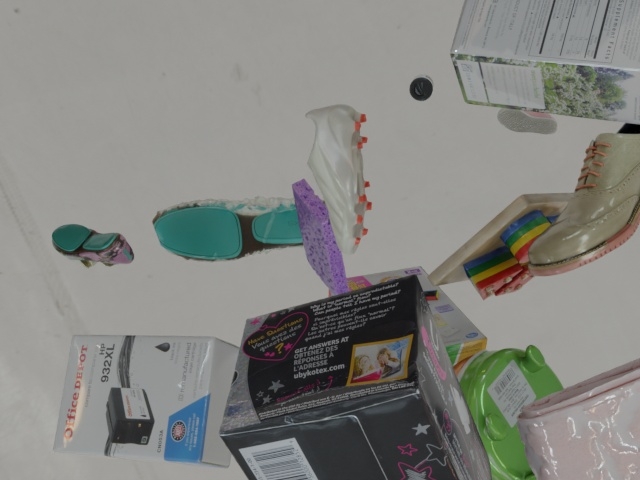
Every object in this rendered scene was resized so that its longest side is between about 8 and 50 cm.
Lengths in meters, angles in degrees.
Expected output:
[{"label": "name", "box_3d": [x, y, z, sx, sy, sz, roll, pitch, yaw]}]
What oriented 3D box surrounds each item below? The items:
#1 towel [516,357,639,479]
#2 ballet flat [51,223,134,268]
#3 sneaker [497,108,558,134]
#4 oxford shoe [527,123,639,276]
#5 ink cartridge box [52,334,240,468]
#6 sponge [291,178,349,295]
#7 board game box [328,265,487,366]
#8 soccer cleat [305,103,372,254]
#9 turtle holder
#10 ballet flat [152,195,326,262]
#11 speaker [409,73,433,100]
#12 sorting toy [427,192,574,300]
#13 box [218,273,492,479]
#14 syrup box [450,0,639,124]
[{"label": "towel", "box_3d": [0.373, 0.251, 0.713, 0.317, 0.053, 0.332, -21, 92, -3]}, {"label": "ballet flat", "box_3d": [-0.439, 0.019, 1.542, 0.077, 0.221, 0.079, -54, 131, -31]}, {"label": "sneaker", "box_3d": [0.462, -0.273, 1.792, 0.134, 0.070, 0.051, 13, 118, 4]}, {"label": "oxford shoe", "box_3d": [0.453, -0.089, 1.298, 0.397, 0.140, 0.146, -39, 108, -27]}, {"label": "ink cartridge box", "box_3d": [-0.317, 0.294, 1.478, 0.307, 0.129, 0.223, -2, 72, 20]}, {"label": "sponge", "box_3d": [0.000, 0.000, 1.447, 0.031, 0.210, 0.117, -28, 50, -14]}, {"label": "board game box", "box_3d": [0.184, 0.175, 1.772, 0.242, 0.316, 0.064, -8, 120, -18]}, {"label": "soccer cleat", "box_3d": [0.022, -0.077, 1.019, 0.076, 0.068, 0.196, 4, 112, 18]}, {"label": "turtle holder", "box_3d": [0.351, 0.341, 1.488, 0.320, 0.227, 0.243, 29, 66, -25]}, {"label": "ballet flat", "box_3d": [-0.166, -0.031, 1.790, 0.409, 0.147, 0.147, -2, 89, -7]}, {"label": "speaker", "box_3d": [0.232, -0.351, 1.830, 0.055, 0.136, 0.055, 2, 104, 8]}, {"label": "sorting toy", "box_3d": [0.382, 0.022, 1.562, 0.257, 0.255, 0.089, -45, 65, 33]}, {"label": "box", "box_3d": [0.043, 0.177, 0.675, 0.163, 0.142, 0.247, -16, 121, 16]}, {"label": "syrup box", "box_3d": [0.252, -0.178, 0.749, 0.237, 0.093, 0.096, 11, 72, 24]}]
